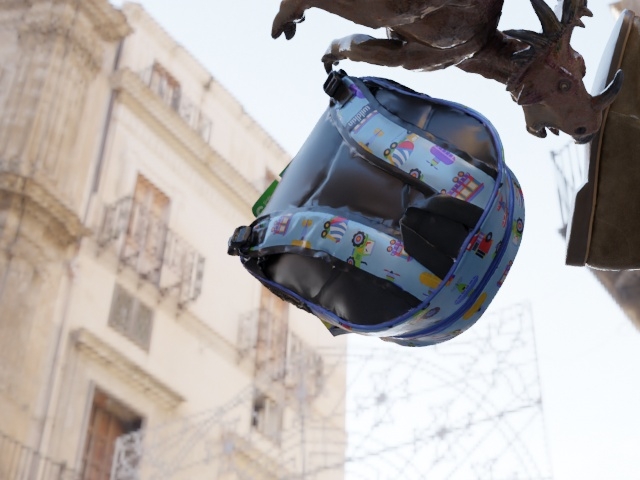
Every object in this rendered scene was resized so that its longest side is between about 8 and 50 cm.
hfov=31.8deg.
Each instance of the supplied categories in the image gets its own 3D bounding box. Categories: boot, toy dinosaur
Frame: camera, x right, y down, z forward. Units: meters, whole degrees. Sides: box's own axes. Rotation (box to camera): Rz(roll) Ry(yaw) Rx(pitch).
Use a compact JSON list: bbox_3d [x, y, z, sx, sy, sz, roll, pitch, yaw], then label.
[{"bbox_3d":[0.364,-0.113,1.316,0.115,0.112,0.305,8,-79,10],"label":"boot"},{"bbox_3d":[0.085,-0.177,0.767,0.200,0.127,0.296,9,-10,33],"label":"toy dinosaur"}]

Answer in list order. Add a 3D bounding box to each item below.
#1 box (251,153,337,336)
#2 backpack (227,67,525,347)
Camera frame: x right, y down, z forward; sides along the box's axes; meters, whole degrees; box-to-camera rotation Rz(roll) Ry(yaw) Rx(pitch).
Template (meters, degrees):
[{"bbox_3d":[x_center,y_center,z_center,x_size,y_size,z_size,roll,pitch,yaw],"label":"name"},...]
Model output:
[{"bbox_3d":[0.000,0.000,1.184,0.105,0.179,0.043,-48,-21,24],"label":"box"},{"bbox_3d":[0.052,-0.009,0.674,0.117,0.158,0.173,34,-5,-38],"label":"backpack"}]
